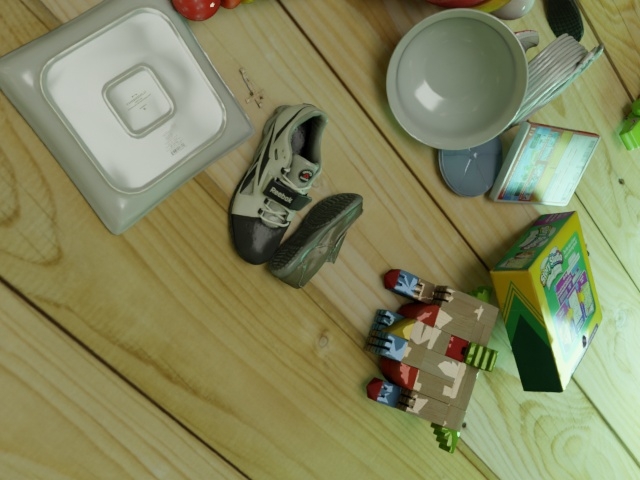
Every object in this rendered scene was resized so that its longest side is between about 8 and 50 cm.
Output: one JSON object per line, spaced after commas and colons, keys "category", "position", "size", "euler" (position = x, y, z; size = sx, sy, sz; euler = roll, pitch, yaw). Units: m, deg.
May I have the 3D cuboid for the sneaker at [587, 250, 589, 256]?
{"category": "sneaker", "position": [0.691, 0.050, 1.783], "size": [0.052, 0.058, 0.135], "euler": [-22, 104, -28]}

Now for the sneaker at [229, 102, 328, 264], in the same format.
{"category": "sneaker", "position": [-0.074, -0.111, 1.269], "size": [0.122, 0.146, 0.331], "euler": [19, 85, -32]}

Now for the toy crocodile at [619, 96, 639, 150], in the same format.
{"category": "toy crocodile", "position": [0.955, -0.393, 1.900], "size": [0.115, 0.105, 0.341], "euler": [46, 75, -25]}

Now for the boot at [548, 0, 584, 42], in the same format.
{"category": "boot", "position": [0.644, -0.644, 1.707], "size": [0.161, 0.083, 0.247], "euler": [-43, 114, -28]}

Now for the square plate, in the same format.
{"category": "square plate", "position": [-0.321, -0.244, 1.168], "size": [0.347, 0.049, 0.344], "euler": [-41, 111, -23]}

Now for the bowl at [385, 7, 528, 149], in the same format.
{"category": "bowl", "position": [0.292, -0.358, 1.443], "size": [0.298, 0.297, 0.134], "euler": [58, 22, -20]}

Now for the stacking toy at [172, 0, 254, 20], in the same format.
{"category": "stacking toy", "position": [-0.125, -0.492, 1.228], "size": [0.330, 0.141, 0.141], "euler": [-32, 108, -21]}

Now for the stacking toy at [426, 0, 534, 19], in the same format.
{"category": "stacking toy", "position": [0.337, -0.601, 1.435], "size": [0.479, 0.350, 0.351], "euler": [18, 83, -47]}

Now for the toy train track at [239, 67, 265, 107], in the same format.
{"category": "toy train track", "position": [-0.132, -0.298, 1.297], "size": [0.048, 0.014, 0.083], "euler": [-37, 110, -24]}

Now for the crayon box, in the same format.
{"category": "crayon box", "position": [0.562, 0.138, 1.622], "size": [0.363, 0.106, 0.313], "euler": [-34, 109, -47]}

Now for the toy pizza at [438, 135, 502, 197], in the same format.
{"category": "toy pizza", "position": [0.353, -0.203, 1.582], "size": [0.201, 0.032, 0.201], "euler": [-3, 95, -30]}

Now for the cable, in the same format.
{"category": "cable", "position": [0.497, -0.358, 1.534], "size": [0.257, 0.257, 0.089], "euler": [-37, 83, -6]}

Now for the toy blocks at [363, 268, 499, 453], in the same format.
{"category": "toy blocks", "position": [0.221, 0.237, 1.465], "size": [0.260, 0.190, 0.382], "euler": [23, 80, -18]}

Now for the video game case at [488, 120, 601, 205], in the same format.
{"category": "video game case", "position": [0.560, -0.184, 1.650], "size": [0.285, 0.025, 0.204], "euler": [1, 120, -34]}

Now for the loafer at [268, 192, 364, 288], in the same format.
{"category": "loafer", "position": [0.000, 0.000, 1.359], "size": [0.251, 0.094, 0.087], "euler": [-44, 125, -16]}

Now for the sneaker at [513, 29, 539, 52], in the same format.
{"category": "sneaker", "position": [0.422, -0.422, 1.580], "size": [0.252, 0.103, 0.111], "euler": [-29, 111, -20]}
